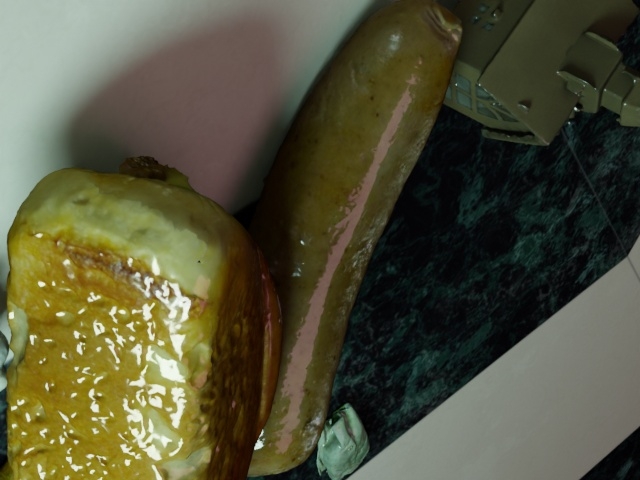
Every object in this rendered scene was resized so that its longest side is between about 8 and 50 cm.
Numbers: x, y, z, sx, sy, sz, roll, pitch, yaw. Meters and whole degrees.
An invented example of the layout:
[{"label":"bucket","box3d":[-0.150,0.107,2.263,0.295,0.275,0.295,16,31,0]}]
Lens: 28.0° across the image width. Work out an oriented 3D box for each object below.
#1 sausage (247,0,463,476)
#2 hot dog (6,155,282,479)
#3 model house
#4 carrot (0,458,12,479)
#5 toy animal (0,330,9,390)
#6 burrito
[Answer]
[{"label":"sausage","box3d":[-0.003,-0.001,1.242,0.123,0.136,0.500,-19,129,-77]},{"label":"hot dog","box3d":[-0.147,0.106,1.105,0.223,0.185,0.405,-52,154,-58]},{"label":"model house","box3d":[0.258,-0.161,1.292,0.181,0.248,0.176,-53,159,-13]},{"label":"carrot","box3d":[-0.321,0.263,1.216,0.170,0.042,0.042,-47,147,-3]},{"label":"toy animal","box3d":[-0.298,0.102,1.060,0.124,0.071,0.085,-42,130,0]},{"label":"burrito","box3d":[0.025,0.255,1.625,0.074,0.044,0.118,-35,148,-17]}]
